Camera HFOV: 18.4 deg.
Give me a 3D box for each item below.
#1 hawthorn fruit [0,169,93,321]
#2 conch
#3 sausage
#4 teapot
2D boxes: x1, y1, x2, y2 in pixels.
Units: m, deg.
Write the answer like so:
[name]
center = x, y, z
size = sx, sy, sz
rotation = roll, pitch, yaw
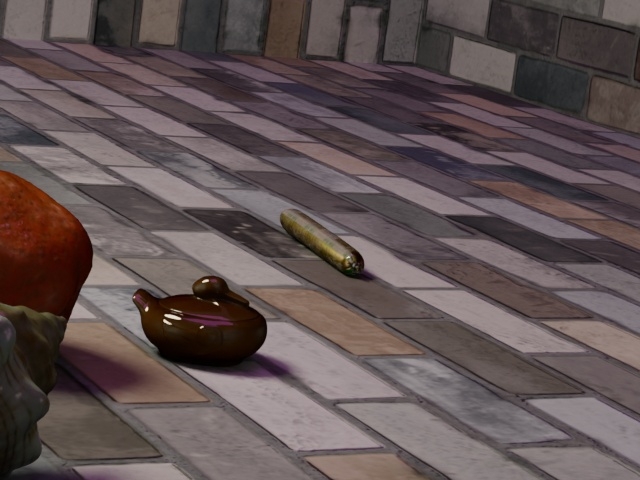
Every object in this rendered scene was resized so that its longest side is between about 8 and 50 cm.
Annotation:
[hawthorn fruit]
center = -0.294, 0.021, 1.754
size = 0.189, 0.189, 0.189
rotation = 7, 12, -1
[conch]
center = -0.317, 0.102, 1.377
size = 0.203, 0.170, 0.386
rotation = -16, -8, 40
[sausage]
center = 0.000, 0.000, 2.377
size = 0.033, 0.033, 0.269
rotation = 3, 12, -20
[teapot]
center = -0.112, 0.070, 1.849
size = 0.129, 0.078, 0.098
rotation = 10, 12, 11
